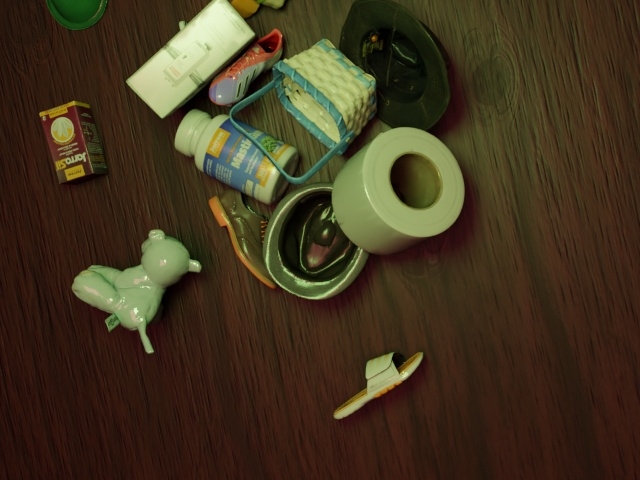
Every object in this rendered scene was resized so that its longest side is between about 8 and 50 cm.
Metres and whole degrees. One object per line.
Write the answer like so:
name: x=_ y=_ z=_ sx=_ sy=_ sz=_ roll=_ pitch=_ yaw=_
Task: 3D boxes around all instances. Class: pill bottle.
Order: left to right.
pill bottle: x=-0.201 y=-0.205 z=1.758 sx=0.272 sy=0.152 sz=0.152 roll=27 pitch=98 yaw=9

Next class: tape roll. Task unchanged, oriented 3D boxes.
tape roll: x=0.167 y=-0.103 z=1.620 sx=0.246 sy=0.169 sz=0.246 roll=6 pitch=74 yaw=-22

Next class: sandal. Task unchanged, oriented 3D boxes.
sandal: x=0.121 y=0.325 z=1.743 sx=0.265 sy=0.102 sz=0.076 roll=-36 pitch=88 yaw=13

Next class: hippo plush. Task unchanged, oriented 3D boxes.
hippo plush: x=-0.433 y=0.077 z=1.773 sx=0.234 sy=0.294 sz=0.237 roll=33 pitch=91 yaw=-13

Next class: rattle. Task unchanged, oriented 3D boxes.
rattle: x=-0.141 y=-0.642 z=1.786 sx=0.130 sy=0.142 sz=0.200 roll=5 pitch=77 yaw=-20

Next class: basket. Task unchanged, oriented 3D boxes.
basket: x=-0.026 y=-0.285 z=1.666 sx=0.289 sy=0.201 sz=0.255 roll=-37 pitch=68 yaw=-14

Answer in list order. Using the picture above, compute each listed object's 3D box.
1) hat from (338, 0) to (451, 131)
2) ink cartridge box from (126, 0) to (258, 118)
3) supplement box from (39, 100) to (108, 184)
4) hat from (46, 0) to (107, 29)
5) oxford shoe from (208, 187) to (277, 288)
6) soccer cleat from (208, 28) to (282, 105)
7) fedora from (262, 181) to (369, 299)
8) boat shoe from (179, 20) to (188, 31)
hat: x=0.194 y=-0.400 z=1.652 sx=0.134 sy=0.331 sz=0.331 roll=-29 pitch=86 yaw=-30
ink cartridge box: x=-0.286 y=-0.417 z=1.701 sx=0.283 sy=0.207 sz=0.117 roll=-40 pitch=102 yaw=7
supplement box: x=-0.623 y=-0.245 z=1.882 sx=0.104 sy=0.081 sz=0.188 roll=-16 pitch=90 yaw=12
hat: x=-0.646 y=-0.636 z=1.814 sx=0.173 sy=0.183 sz=0.209 roll=-30 pitch=87 yaw=12
oxford shoe: x=-0.162 y=-0.010 z=1.792 sx=0.098 sy=0.097 sz=0.271 roll=-33 pitch=86 yaw=6
soccer cleat: x=-0.170 y=-0.400 z=1.709 sx=0.083 sy=0.248 sz=0.095 roll=36 pitch=143 yaw=9
fedora: x=0.000 y=0.000 z=1.739 sx=0.243 sy=0.124 sz=0.276 roll=19 pitch=88 yaw=8
boat shoe: x=-0.302 y=-0.474 z=1.822 sx=0.040 sy=0.049 sz=0.142 roll=-23 pitch=95 yaw=7
